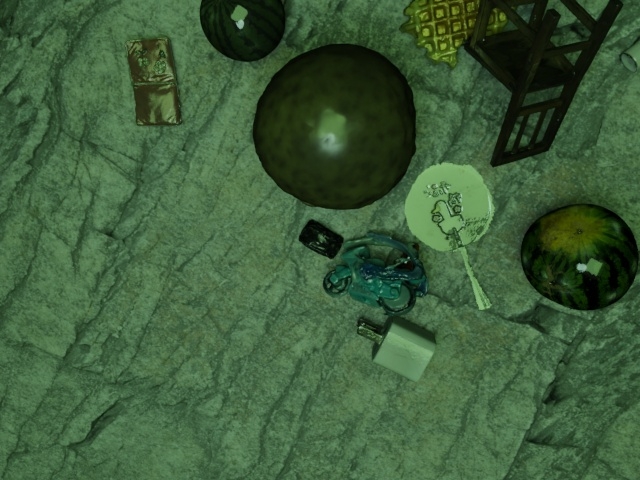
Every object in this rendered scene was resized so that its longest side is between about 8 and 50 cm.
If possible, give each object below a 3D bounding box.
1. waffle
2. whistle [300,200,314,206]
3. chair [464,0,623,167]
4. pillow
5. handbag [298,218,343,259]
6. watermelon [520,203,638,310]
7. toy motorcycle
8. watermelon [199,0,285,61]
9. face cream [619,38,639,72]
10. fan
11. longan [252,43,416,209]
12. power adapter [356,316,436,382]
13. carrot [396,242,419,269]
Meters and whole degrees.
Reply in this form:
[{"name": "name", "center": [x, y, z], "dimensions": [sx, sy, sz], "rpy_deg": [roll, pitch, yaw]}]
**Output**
[{"name": "waffle", "center": [0.337, -0.564, 1.481], "dimensions": [0.250, 0.056, 0.261], "rpy_deg": [34, 104, -1]}, {"name": "whistle", "center": [0.026, -0.148, 1.590], "dimensions": [0.220, 0.057, 0.107], "rpy_deg": [-10, 86, 3]}, {"name": "chair", "center": [0.476, -0.418, 1.411], "dimensions": [0.203, 0.416, 0.240], "rpy_deg": [-17, 56, -18]}, {"name": "pillow", "center": [-0.442, -0.418, 1.592], "dimensions": [0.126, 0.043, 0.232], "rpy_deg": [-4, 101, 6]}, {"name": "handbag", "center": [0.000, 0.000, 1.576], "dimensions": [0.115, 0.139, 0.072], "rpy_deg": [31, 94, 0]}, {"name": "watermelon", "center": [0.630, 0.038, 1.462], "dimensions": [0.269, 0.269, 0.268], "rpy_deg": [1, 101, 6]}, {"name": "toy motorcycle", "center": [0.148, 0.083, 1.552], "dimensions": [0.260, 0.154, 0.206], "rpy_deg": [16, 68, 27]}, {"name": "watermelon", "center": [-0.187, -0.542, 1.460], "dimensions": [0.212, 0.212, 0.212], "rpy_deg": [1, 101, 6]}, {"name": "face cream", "center": [0.843, -0.499, 1.443], "dimensions": [0.244, 0.058, 0.092], "rpy_deg": [-36, 90, 5]}, {"name": "fan", "center": [0.367, -0.006, 1.600], "dimensions": [0.233, 0.012, 0.414], "rpy_deg": [-18, 95, 10]}, {"name": "longan", "center": [0.040, -0.262, 1.412], "dimensions": [0.391, 0.391, 0.390], "rpy_deg": [1, 101, 6]}, {"name": "power adapter", "center": [0.190, 0.272, 1.612], "dimensions": [0.205, 0.130, 0.125], "rpy_deg": [26, 102, 2]}, {"name": "carrot", "center": [0.226, 0.068, 1.613], "dimensions": [0.048, 0.048, 0.139], "rpy_deg": [33, 101, -1]}]
